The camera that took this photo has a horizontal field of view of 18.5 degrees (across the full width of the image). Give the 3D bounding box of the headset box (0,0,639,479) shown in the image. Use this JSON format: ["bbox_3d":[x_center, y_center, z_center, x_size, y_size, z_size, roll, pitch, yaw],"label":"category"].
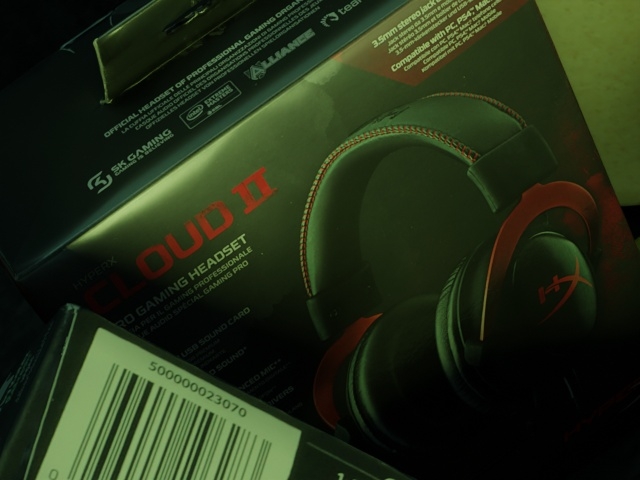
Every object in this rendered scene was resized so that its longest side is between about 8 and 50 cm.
[{"bbox_3d":[0.000,0.000,0.795,0.218,0.293,0.110,-35,42,-7],"label":"headset box"}]

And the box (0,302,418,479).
[{"bbox_3d":[-0.086,0.167,0.672,0.270,0.165,0.143,-46,19,49],"label":"box"}]

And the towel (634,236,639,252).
[{"bbox_3d":[0.144,0.026,0.919,0.083,0.009,0.060,-30,42,-5],"label":"towel"}]

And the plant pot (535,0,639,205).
[{"bbox_3d":[0.124,-0.195,0.930,0.334,0.305,0.333,-13,41,12],"label":"plant pot"}]
